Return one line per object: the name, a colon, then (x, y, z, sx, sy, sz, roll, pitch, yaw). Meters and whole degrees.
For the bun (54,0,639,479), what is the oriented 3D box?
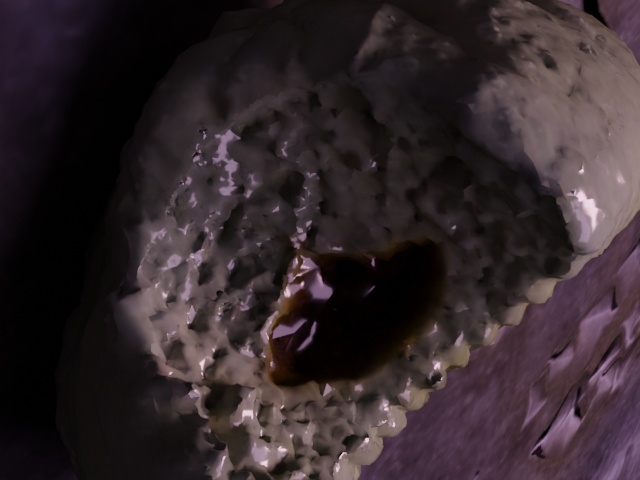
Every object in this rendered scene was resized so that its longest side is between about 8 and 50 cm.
bun: (0.000, 0.000, 0.430, 0.212, 0.126, 0.204, -44, 174, -23)
